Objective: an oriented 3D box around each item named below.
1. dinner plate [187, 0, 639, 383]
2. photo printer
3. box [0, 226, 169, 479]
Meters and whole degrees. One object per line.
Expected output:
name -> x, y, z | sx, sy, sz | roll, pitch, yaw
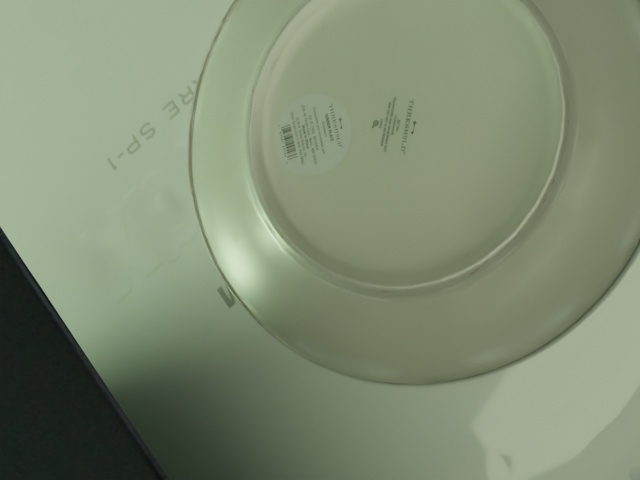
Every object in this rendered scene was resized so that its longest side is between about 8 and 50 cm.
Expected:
dinner plate -> 0.025, -0.031, 0.538 | 0.141, 0.017, 0.141 | -4, 80, 23
photo printer -> 0.000, 0.000, 0.612 | 0.256, 0.107, 0.307 | -40, 69, 14
box -> -0.098, 0.192, 0.498 | 0.183, 0.294, 0.296 | -29, 74, -25
